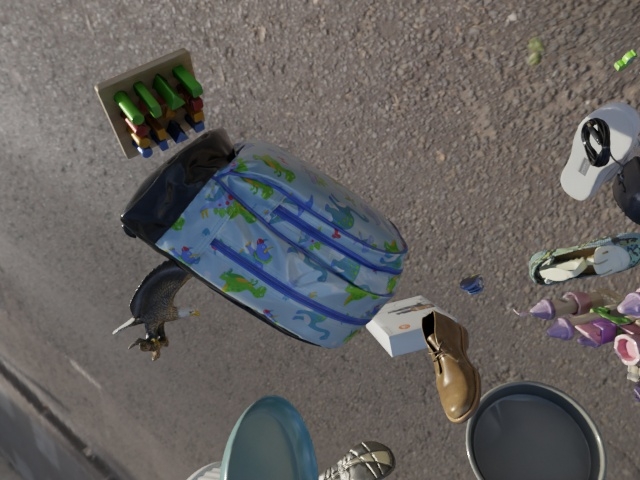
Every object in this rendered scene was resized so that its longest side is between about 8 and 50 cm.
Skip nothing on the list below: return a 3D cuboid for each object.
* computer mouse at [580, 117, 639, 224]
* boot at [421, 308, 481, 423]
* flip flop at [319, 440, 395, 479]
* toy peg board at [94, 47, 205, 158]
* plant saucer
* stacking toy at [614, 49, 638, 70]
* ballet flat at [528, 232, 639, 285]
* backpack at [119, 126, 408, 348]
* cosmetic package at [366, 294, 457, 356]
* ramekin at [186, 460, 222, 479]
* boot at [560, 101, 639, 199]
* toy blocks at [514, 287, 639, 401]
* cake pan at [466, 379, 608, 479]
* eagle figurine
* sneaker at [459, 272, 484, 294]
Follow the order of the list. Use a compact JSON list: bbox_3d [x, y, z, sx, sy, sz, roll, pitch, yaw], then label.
[{"bbox_3d":[0.395,-0.100,0.686,0.041,0.242,0.071,7,126,-5],"label":"computer mouse"},{"bbox_3d":[0.285,0.280,1.181,0.115,0.305,0.112,40,116,-18],"label":"boot"},{"bbox_3d":[0.098,0.642,1.400,0.080,0.112,0.277,32,117,-32],"label":"flip flop"},{"bbox_3d":[-0.265,-0.210,0.870,0.079,0.161,0.161,49,158,25],"label":"toy peg board"},{"bbox_3d":[-0.089,0.443,0.920,0.043,0.317,0.318,-15,103,23],"label":"plant saucer"},{"bbox_3d":[0.744,-0.396,1.098,0.221,0.052,0.167,113,143,-58],"label":"stacking toy"},{"bbox_3d":[0.425,0.038,0.816,0.188,0.070,0.070,-21,99,41],"label":"ballet flat"},{"bbox_3d":[-0.053,-0.003,0.727,0.273,0.290,0.356,-39,104,5],"label":"backpack"},{"bbox_3d":[0.364,0.345,2.134,0.377,0.284,0.098,-143,39,-77],"label":"cosmetic package"},{"bbox_3d":[-0.157,0.567,0.987,0.127,0.273,0.273,-26,95,40],"label":"ramekin"},{"bbox_3d":[0.528,-0.180,0.927,0.095,0.123,0.258,50,170,22],"label":"boot"},{"bbox_3d":[0.645,0.210,1.188,0.288,0.259,0.309,-133,35,-66],"label":"toy blocks"},{"bbox_3d":[0.475,0.465,1.149,0.293,0.293,0.054,29,157,26],"label":"cake pan"},{"bbox_3d":[-0.465,0.179,1.527,0.226,0.225,0.299,7,90,42],"label":"eagle figurine"},{"bbox_3d":[0.469,0.139,1.569,0.053,0.144,0.059,-15,87,34],"label":"sneaker"}]
